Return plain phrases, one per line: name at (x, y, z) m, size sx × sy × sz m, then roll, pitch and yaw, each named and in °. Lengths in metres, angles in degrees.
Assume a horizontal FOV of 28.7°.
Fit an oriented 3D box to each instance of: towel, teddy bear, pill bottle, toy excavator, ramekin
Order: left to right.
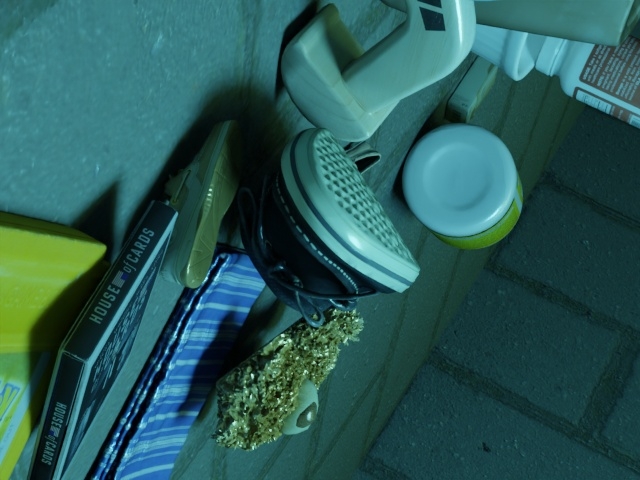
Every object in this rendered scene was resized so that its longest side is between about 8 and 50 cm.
towel at (-0.155, 0.166, 1.454) m, size 0.336 × 0.040 × 0.243 m, roll -63°, pitch 167°, yaw 1°
teddy bear at (-0.041, 0.177, 1.594) m, size 0.245 × 0.113 × 0.338 m, roll -39°, pitch 178°, yaw -9°
toy excavator at (0.112, -0.280, 1.107) m, size 0.222 × 0.433 × 0.445 m, roll -51°, pitch 135°, yaw -40°
pill bottle at (0.254, -0.083, 2.168) m, size 0.188 × 0.188 × 0.334 m, roll -62°, pitch 166°, yaw -1°
ramekin at (0.291, -0.387, 1.827) m, size 0.277 × 0.135 × 0.277 m, roll -57°, pitch 166°, yaw -23°
pill bottle at (0.442, -0.255, 1.888) m, size 0.121 × 0.216 × 0.121 m, roll -57°, pitch 166°, yaw -22°

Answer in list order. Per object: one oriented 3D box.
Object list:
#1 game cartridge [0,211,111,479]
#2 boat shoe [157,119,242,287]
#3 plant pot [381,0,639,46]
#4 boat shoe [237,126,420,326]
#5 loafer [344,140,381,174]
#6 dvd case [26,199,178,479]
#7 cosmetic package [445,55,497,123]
game cartridge at (-0.279, 0.132, 0.901) m, size 0.324 × 0.052 × 0.285 m, roll -62°, pitch 167°, yaw 3°
boat shoe at (-0.118, -0.039, 1.149) m, size 0.063 × 0.059 × 0.170 m, roll 67°, pitch 35°, yaw -58°
plant pot at (0.260, -0.368, 1.444) m, size 0.323 × 0.280 × 0.323 m, roll -56°, pitch 164°, yaw -25°
boat shoe at (0.000, 0.000, 1.349) m, size 0.156 × 0.187 × 0.500 m, roll -32°, pitch 176°, yaw 1°
loafer at (0.041, -0.097, 1.666) m, size 0.125 × 0.039 × 0.045 m, roll -47°, pitch 161°, yaw -48°
dvd case at (-0.191, 0.101, 1.073) m, size 0.239 × 0.029 × 0.179 m, roll 116°, pitch -1°, yaw -47°
cosmetic package at (0.263, -0.258, 2.175) m, size 0.115 × 0.041 × 0.060 m, roll -56°, pitch 165°, yaw -24°
